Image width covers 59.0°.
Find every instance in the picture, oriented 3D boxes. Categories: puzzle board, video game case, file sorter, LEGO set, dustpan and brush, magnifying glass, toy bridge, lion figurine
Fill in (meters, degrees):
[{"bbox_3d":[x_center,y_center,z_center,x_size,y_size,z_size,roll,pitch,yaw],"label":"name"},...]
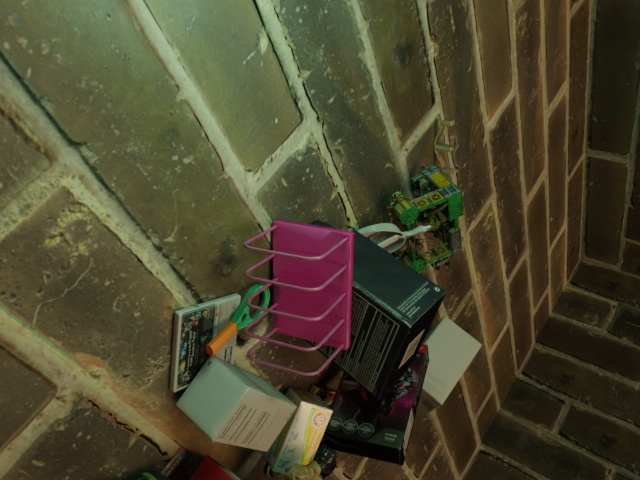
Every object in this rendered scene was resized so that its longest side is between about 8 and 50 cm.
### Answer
[{"bbox_3d":[-0.345,0.557,1.322,0.128,0.011,0.096,-50,141,-25],"label":"puzzle board"},{"bbox_3d":[-0.256,0.225,1.261,0.173,0.022,0.191,-14,118,-50],"label":"video game case"},{"bbox_3d":[-0.056,0.127,1.266,0.182,0.202,0.291,-34,129,-58],"label":"file sorter"},{"bbox_3d":[0.309,-0.076,1.765,0.254,0.192,0.331,-29,133,-3],"label":"LEGO set"},{"bbox_3d":[0.211,-0.012,1.612,0.211,0.060,0.147,-27,143,12],"label":"dustpan and brush"},{"bbox_3d":[-0.183,0.181,1.289,0.231,0.026,0.092,-44,142,-48],"label":"magnifying glass"},{"bbox_3d":[0.396,-0.298,1.810,0.026,0.063,0.188,-35,131,-38],"label":"toy bridge"},{"bbox_3d":[-0.138,0.720,1.478,0.240,0.392,0.142,58,16,-25],"label":"lion figurine"}]

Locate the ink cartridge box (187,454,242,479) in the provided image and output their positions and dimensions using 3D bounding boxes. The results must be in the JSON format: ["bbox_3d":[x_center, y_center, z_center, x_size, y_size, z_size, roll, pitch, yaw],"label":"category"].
[{"bbox_3d":[-0.294,0.658,1.271,0.309,0.130,0.272,-52,161,-23],"label":"ink cartridge box"}]

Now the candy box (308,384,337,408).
[{"bbox_3d":[0.010,0.511,1.749,0.206,0.027,0.105,34,82,-54],"label":"candy box"}]

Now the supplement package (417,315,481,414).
[{"bbox_3d":[0.426,0.461,2.092,0.293,0.175,0.177,-46,168,-28],"label":"supplement package"}]

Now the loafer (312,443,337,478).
[{"bbox_3d":[0.001,0.636,1.607,0.078,0.076,0.223,-51,163,-24],"label":"loafer"}]

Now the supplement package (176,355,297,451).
[{"bbox_3d":[-0.188,0.382,1.309,0.134,0.139,0.244,-55,146,-7],"label":"supplement package"}]

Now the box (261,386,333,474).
[{"bbox_3d":[-0.065,0.527,1.557,0.103,0.114,0.203,24,87,-22],"label":"box"}]

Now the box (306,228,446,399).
[{"bbox_3d":[0.116,0.183,1.436,0.182,0.294,0.296,-33,149,-42],"label":"box"}]

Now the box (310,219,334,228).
[{"bbox_3d":[0.000,0.000,1.445,0.052,0.062,0.083,-34,133,-37],"label":"box"}]

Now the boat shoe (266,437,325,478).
[{"bbox_3d":[-0.062,0.633,1.680,0.227,0.068,0.081,-27,128,-43],"label":"boat shoe"}]

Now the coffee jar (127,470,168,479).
[{"bbox_3d":[-0.406,0.548,1.177,0.184,0.079,0.096,6,99,-54],"label":"coffee jar"}]

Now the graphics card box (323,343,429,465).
[{"bbox_3d":[0.170,0.451,1.661,0.371,0.232,0.094,-62,150,-43],"label":"graphics card box"}]
